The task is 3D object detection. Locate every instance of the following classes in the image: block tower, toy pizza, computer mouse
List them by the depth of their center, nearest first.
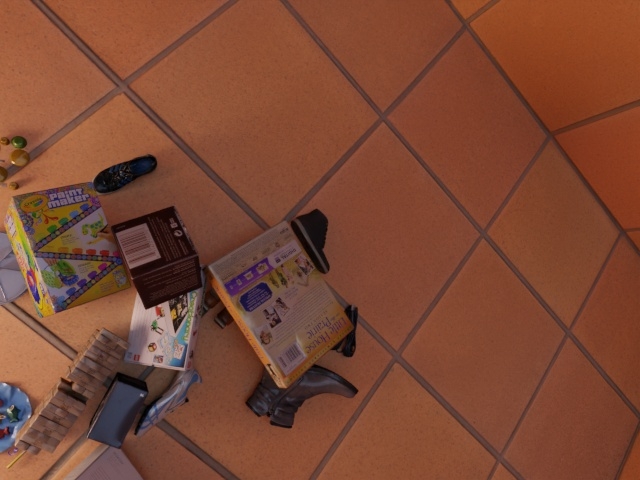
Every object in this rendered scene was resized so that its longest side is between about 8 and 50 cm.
[{"bbox_3d":[-0.872,0.074,1.215,0.202,0.032,0.201,4,80,-24],"label":"toy pizza"},{"bbox_3d":[-0.663,0.398,1.228,0.091,0.097,0.335,42,69,-25],"label":"block tower"},{"bbox_3d":[0.017,0.307,1.566,0.273,0.072,0.188,9,81,-23],"label":"computer mouse"}]

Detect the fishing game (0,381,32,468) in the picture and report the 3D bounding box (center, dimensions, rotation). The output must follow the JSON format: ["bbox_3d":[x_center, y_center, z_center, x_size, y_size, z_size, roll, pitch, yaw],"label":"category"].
[{"bbox_3d":[-0.858,0.464,1.174,0.189,0.041,0.264,-43,101,-25],"label":"fishing game"}]

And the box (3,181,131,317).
[{"bbox_3d":[-0.653,0.033,1.161,0.177,0.290,0.278,-21,92,-39],"label":"box"}]

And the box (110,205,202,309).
[{"bbox_3d":[-0.427,0.047,1.206,0.167,0.203,0.168,-23,67,-21],"label":"box"}]

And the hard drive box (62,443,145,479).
[{"bbox_3d":[-0.591,0.679,1.179,0.181,0.089,0.232,58,33,-7],"label":"hard drive box"}]

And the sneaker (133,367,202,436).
[{"bbox_3d":[-0.445,0.478,1.332,0.086,0.085,0.237,44,70,-9],"label":"sneaker"}]

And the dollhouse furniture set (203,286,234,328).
[{"bbox_3d":[-0.223,0.191,1.463,0.259,0.135,0.262,46,68,-1],"label":"dollhouse furniture set"}]

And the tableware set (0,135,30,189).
[{"bbox_3d":[-0.865,-0.217,1.260,0.104,0.024,0.153,-4,85,-28],"label":"tableware set"}]

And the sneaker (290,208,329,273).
[{"bbox_3d":[0.000,0.000,1.587,0.118,0.083,0.221,-31,96,-24],"label":"sneaker"}]

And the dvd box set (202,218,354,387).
[{"bbox_3d":[-0.116,0.182,1.383,0.308,0.062,0.420,-35,94,-34],"label":"dvd box set"}]

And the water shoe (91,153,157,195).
[{"bbox_3d":[-0.585,-0.205,1.350,0.203,0.080,0.072,-35,98,-23],"label":"water shoe"}]

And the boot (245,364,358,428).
[{"bbox_3d":[-0.060,0.514,1.498,0.339,0.118,0.222,25,77,-8],"label":"boot"}]

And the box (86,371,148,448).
[{"bbox_3d":[-0.553,0.459,1.245,0.093,0.158,0.155,30,72,-18],"label":"box"}]

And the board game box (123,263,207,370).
[{"bbox_3d":[-0.448,0.212,1.330,0.193,0.053,0.304,6,80,9],"label":"board game box"}]
